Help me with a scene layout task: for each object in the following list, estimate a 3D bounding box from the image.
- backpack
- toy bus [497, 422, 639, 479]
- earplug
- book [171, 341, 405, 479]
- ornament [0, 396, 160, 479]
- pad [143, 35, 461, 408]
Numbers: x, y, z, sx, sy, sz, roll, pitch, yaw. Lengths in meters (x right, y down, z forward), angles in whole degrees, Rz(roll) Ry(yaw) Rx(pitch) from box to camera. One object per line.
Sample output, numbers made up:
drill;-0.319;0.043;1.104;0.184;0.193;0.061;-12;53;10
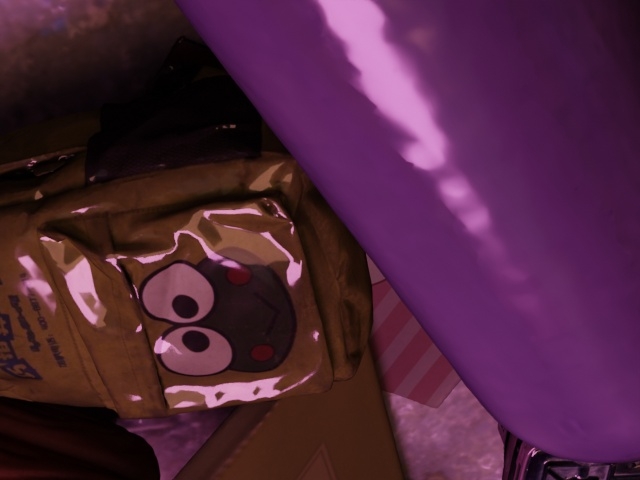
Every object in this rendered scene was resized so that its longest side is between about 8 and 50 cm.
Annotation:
backpack;-0.103;0.006;1.052;0.253;0.140;0.207;-8;129;9
toy bus;0.217;0.138;1.237;0.199;0.108;0.096;-1;125;-11
earplug;0.087;-0.066;0.933;0.215;0.215;0.456;-27;121;13
book;-0.013;0.234;1.226;0.035;0.239;0.352;19;142;33
ornament;-0.225;0.171;1.135;0.218;0.235;0.221;21;168;-29
pad;0.000;0.000;1.152;0.300;0.005;0.202;20;124;-24
